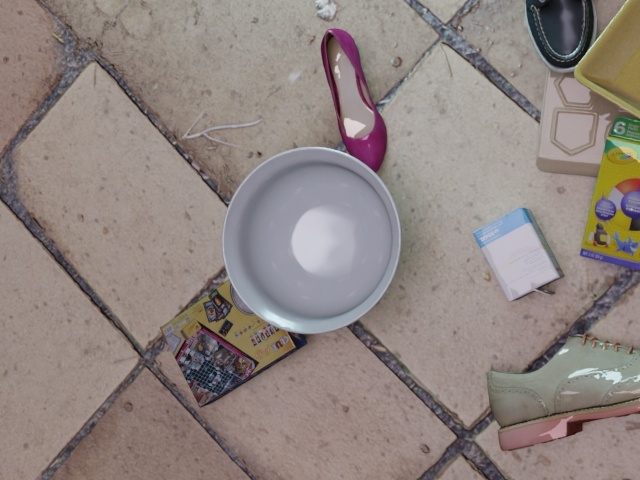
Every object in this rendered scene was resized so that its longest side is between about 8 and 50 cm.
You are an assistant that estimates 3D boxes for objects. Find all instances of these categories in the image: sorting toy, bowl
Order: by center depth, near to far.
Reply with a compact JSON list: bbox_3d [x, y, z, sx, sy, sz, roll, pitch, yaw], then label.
[{"bbox_3d":[0.449,-0.204,1.632,0.193,0.038,0.208,7,96,19],"label":"sorting toy"},{"bbox_3d":[0.000,0.000,1.674,0.298,0.134,0.297,0,90,17],"label":"bowl"}]

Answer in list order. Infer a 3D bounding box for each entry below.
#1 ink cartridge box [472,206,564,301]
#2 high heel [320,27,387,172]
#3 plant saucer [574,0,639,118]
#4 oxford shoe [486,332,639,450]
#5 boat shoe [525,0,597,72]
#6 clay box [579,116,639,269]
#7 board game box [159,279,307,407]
[{"bbox_3d":[0.321,0.031,1.639,0.090,0.092,0.143,-29,80,17],"label":"ink cartridge box"},{"bbox_3d":[0.052,-0.233,1.723,0.082,0.117,0.244,-8,86,19],"label":"high heel"},{"bbox_3d":[0.602,-0.271,1.513,0.333,0.081,0.332,36,86,19],"label":"plant saucer"},{"bbox_3d":[0.441,0.202,1.574,0.397,0.140,0.146,-21,75,15],"label":"oxford shoe"},{"bbox_3d":[0.365,-0.414,1.607,0.114,0.091,0.302,-11,75,16],"label":"boat shoe"},{"bbox_3d":[0.486,-0.070,1.581,0.128,0.053,0.222,14,108,19],"label":"clay box"},{"bbox_3d":[-0.155,0.166,1.801,0.243,0.042,0.165,-34,78,29],"label":"board game box"}]
